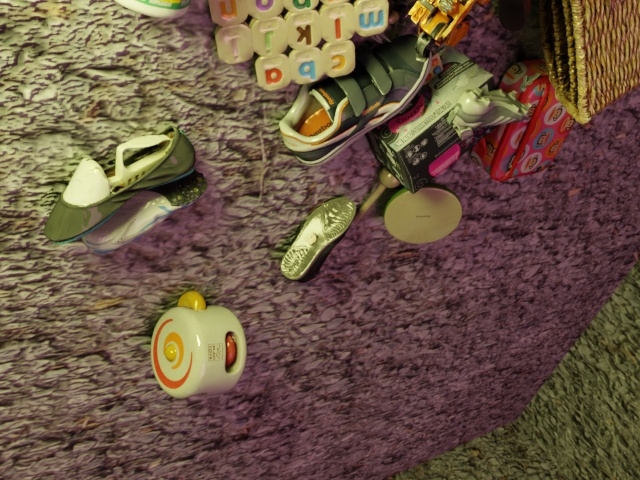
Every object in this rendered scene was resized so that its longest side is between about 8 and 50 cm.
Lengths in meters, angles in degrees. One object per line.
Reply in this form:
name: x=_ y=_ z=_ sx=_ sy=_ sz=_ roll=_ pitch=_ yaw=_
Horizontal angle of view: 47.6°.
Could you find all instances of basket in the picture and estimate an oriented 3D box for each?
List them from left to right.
basket: x=0.515 y=-0.425 z=1.477 sx=0.223 sy=0.213 sz=0.299 roll=-33 pitch=125 yaw=-21

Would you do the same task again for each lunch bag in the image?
lunch bag: x=0.483 y=-0.287 z=1.730 sx=0.258 sy=0.120 sz=0.293 roll=-13 pitch=136 yaw=-29

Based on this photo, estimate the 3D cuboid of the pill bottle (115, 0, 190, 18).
pill bottle: x=-0.198 y=-0.402 z=0.923 sx=0.118 sy=0.117 sz=0.208 roll=-6 pitch=133 yaw=-41

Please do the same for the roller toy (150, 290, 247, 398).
roller toy: x=-0.261 y=0.231 z=1.527 sx=0.146 sy=0.191 sz=0.209 roll=4 pitch=127 yaw=-46

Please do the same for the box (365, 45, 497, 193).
box: x=0.224 y=-0.250 z=1.489 sx=0.247 sy=0.142 sz=0.163 roll=-39 pitch=145 yaw=-5

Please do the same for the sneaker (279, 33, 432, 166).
sneaker: x=0.064 y=-0.268 z=1.326 sx=0.321 sy=0.126 sz=0.127 roll=-43 pitch=152 yaw=7

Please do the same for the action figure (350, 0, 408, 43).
action figure: x=0.133 y=-0.451 z=1.215 sx=0.285 sy=0.099 sz=0.185 roll=-41 pitch=154 yaw=8

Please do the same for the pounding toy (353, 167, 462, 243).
pounding toy: x=0.213 y=-0.100 z=1.714 sx=0.237 sy=0.110 sz=0.183 roll=19 pitch=132 yaw=-20

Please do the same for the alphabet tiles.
alphabet tiles: x=-0.030 y=-0.365 z=1.142 sx=0.284 sy=0.021 sz=0.278 roll=-14 pitch=140 yaw=-7

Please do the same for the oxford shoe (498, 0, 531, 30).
oxford shoe: x=0.384 y=-0.521 z=1.416 sx=0.076 sy=0.076 sz=0.212 roll=-58 pitch=154 yaw=-31

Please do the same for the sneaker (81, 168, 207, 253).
sneaker: x=-0.307 y=-0.056 z=1.266 sx=0.237 sy=0.085 sz=0.086 roll=-31 pitch=172 yaw=-20

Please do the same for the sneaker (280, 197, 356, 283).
sneaker: x=0.000 y=0.000 z=1.637 sx=0.222 sy=0.083 sz=0.118 roll=-48 pitch=165 yaw=-1

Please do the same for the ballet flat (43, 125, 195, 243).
ballet flat: x=-0.332 y=-0.104 z=1.173 sx=0.280 sy=0.095 sz=0.096 roll=-36 pitch=138 yaw=-25

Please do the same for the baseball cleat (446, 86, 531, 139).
baseball cleat: x=0.321 y=-0.246 z=1.418 sx=0.206 sy=0.072 sz=0.109 roll=2 pitch=140 yaw=-40

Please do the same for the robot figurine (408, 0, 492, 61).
robot figurine: x=0.234 y=-0.409 z=1.250 sx=0.211 sy=0.085 sz=0.291 roll=-52 pitch=173 yaw=25

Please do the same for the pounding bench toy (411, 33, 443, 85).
pounding bench toy: x=0.196 y=-0.354 z=1.408 sx=0.052 sy=0.065 sz=0.083 roll=-39 pitch=146 yaw=-2
